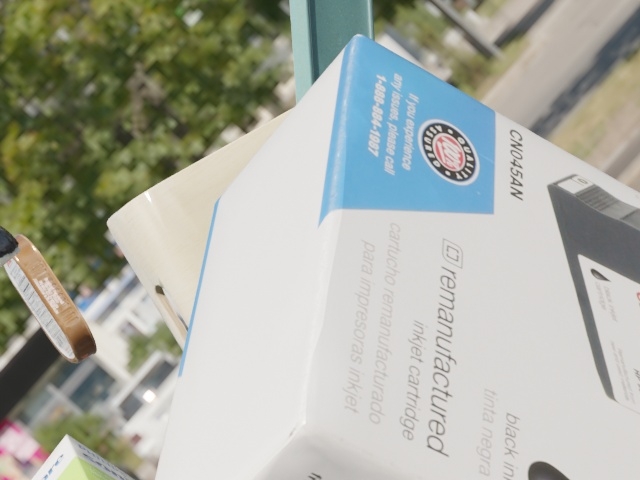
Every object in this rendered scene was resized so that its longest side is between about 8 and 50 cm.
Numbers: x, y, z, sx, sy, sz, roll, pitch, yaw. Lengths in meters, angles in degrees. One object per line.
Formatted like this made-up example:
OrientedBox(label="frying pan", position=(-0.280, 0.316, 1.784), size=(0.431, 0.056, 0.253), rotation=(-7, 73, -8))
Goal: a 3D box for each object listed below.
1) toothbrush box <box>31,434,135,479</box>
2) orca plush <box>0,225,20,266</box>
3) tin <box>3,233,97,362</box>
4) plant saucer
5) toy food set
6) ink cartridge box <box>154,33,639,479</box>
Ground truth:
OrientedBox(label="toothbrush box", position=(-0.150, 0.309, 1.450), size=(0.122, 0.206, 0.283), rotation=(-52, 23, 1))
OrientedBox(label="orca plush", position=(-0.421, 0.047, 1.671), size=(0.287, 0.102, 0.151), rotation=(-34, 7, 41))
OrientedBox(label="tin", position=(-0.363, 0.079, 2.259), size=(0.040, 0.189, 0.106), rotation=(-33, -2, -25))
OrientedBox(label="plant saucer", position=(0.013, -0.141, 1.253), size=(0.067, 0.192, 0.018), rotation=(-11, 16, -24))
OrientedBox(label="toy food set", position=(0.000, 0.000, 1.493), size=(0.306, 0.219, 0.092), rotation=(-31, -3, -12))
OrientedBox(label="ink cartridge box", position=(0.130, 0.111, 0.910), size=(0.166, 0.395, 0.285), rotation=(-48, 23, 38))
